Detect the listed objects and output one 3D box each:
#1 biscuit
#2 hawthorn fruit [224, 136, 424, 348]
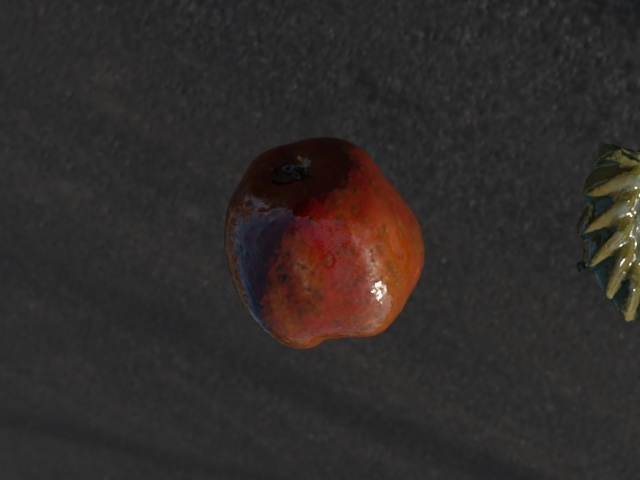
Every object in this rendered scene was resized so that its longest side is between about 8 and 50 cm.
[{"bbox_3d":[0.368,0.012,1.241,0.273,0.187,0.036,5,-160,-15],"label":"biscuit"},{"bbox_3d":[0.000,0.000,1.150,0.189,0.189,0.189,15,152,8],"label":"hawthorn fruit"}]
